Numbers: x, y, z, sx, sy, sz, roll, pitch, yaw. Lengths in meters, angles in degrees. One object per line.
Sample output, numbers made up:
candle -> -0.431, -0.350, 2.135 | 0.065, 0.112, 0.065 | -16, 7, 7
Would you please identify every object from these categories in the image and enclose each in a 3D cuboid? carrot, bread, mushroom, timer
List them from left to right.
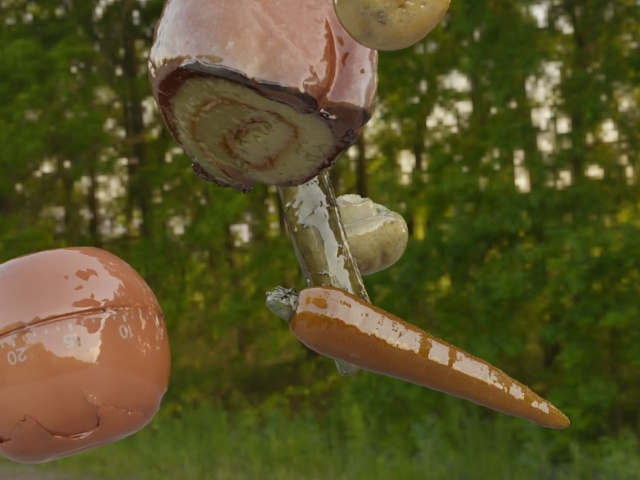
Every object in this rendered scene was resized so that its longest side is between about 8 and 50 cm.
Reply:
timer -> -0.275, 0.124, 1.394 | 0.229, 0.215, 0.229 | -11, -12, -2
bread -> -0.060, -0.137, 1.124 | 0.190, 0.123, 0.244 | 24, -23, -10
mushroom -> 0.053, -0.007, 1.859 | 0.148, 0.112, 0.148 | -3, 20, 1
carrot -> 0.101, 0.116, 1.296 | 0.335, 0.069, 0.069 | 22, -4, -6

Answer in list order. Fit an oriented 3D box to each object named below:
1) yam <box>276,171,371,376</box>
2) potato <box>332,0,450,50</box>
yam -> 0.000, 0.000, 1.486 | 0.067, 0.318, 0.071 | -14, -11, -27
potato -> 0.034, -0.148, 0.735 | 0.062, 0.068, 0.083 | 42, 9, -45
